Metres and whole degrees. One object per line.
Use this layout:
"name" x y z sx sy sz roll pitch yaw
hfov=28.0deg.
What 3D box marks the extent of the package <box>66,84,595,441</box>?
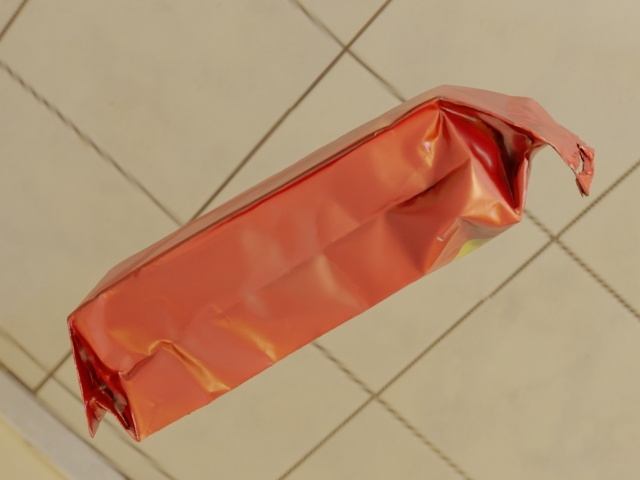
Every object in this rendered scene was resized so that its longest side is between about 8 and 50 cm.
"package" -0.001 0.001 0.975 0.424 0.196 0.123 -29 98 9
